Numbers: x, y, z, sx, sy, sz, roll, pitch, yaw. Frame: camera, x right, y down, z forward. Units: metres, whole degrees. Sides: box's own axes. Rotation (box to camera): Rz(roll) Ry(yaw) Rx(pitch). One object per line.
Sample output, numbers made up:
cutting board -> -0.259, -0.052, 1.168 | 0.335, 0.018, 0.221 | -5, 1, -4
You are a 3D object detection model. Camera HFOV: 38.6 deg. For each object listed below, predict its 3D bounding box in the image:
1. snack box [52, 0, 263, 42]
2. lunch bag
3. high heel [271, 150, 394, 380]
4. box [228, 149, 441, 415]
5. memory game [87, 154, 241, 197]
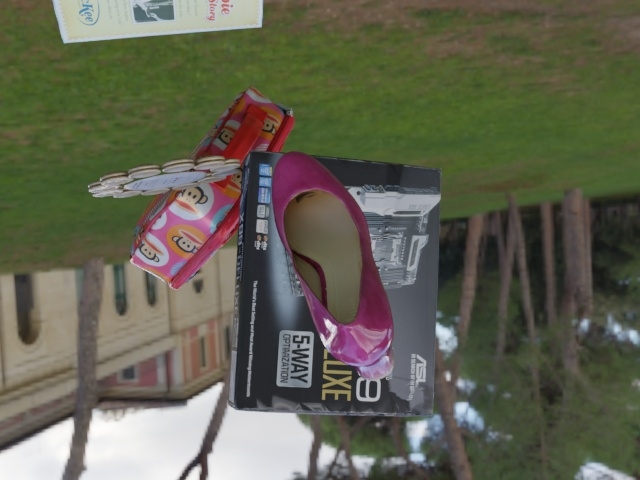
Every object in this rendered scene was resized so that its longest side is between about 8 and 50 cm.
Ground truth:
snack box -> -0.136, -0.284, 0.722 | 0.187, 0.060, 0.322 | -6, 154, -9
lunch bag -> -0.153, -0.092, 1.345 | 0.120, 0.293, 0.258 | 35, 139, -10
high heel -> 0.000, 0.000, 0.783 | 0.082, 0.244, 0.117 | -18, 151, 5
box -> 0.018, 0.056, 1.114 | 0.243, 0.307, 0.076 | 5, 173, -12
memory game -> -0.184, -0.075, 1.085 | 0.186, 0.012, 0.186 | -11, 177, -1
